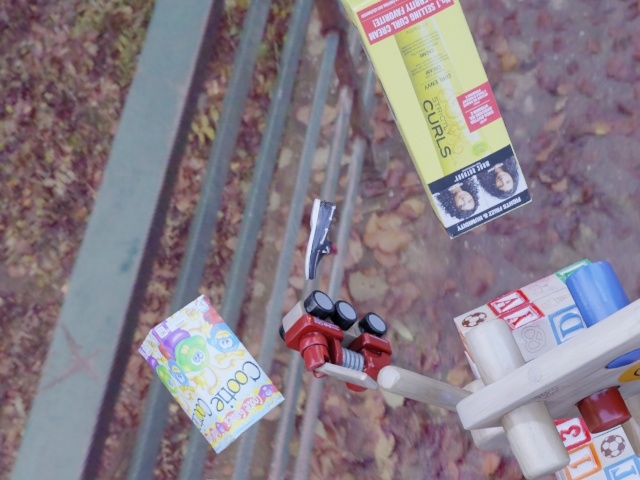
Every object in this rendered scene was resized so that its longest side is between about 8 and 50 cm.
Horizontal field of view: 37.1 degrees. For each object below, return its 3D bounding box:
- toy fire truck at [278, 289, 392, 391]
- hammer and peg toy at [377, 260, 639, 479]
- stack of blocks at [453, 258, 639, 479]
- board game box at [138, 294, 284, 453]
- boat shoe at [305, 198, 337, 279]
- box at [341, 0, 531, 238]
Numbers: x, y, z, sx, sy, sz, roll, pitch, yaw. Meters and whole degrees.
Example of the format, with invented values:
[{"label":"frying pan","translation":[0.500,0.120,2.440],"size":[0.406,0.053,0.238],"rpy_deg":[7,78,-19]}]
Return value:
[{"label":"toy fire truck","translation":[0.055,0.230,1.845],"size":[0.158,0.217,0.246],"rpy_deg":[-47,36,28]},{"label":"hammer and peg toy","translation":[0.231,0.110,0.766],"size":[0.361,0.266,0.127],"rpy_deg":[-38,61,34]},{"label":"stack of blocks","translation":[0.291,0.193,1.100],"size":[0.171,0.297,0.087],"rpy_deg":[-25,20,1]},{"label":"board game box","translation":[-0.228,0.277,1.973],"size":[0.144,0.142,0.275],"rpy_deg":[-35,83,-31]},{"label":"boat shoe","translation":[0.000,0.000,1.435],"size":[0.038,0.046,0.125],"rpy_deg":[9,76,-4]},{"label":"box","translation":[0.102,-0.120,0.814],"size":[0.087,0.232,0.058],"rpy_deg":[-25,28,3]}]
